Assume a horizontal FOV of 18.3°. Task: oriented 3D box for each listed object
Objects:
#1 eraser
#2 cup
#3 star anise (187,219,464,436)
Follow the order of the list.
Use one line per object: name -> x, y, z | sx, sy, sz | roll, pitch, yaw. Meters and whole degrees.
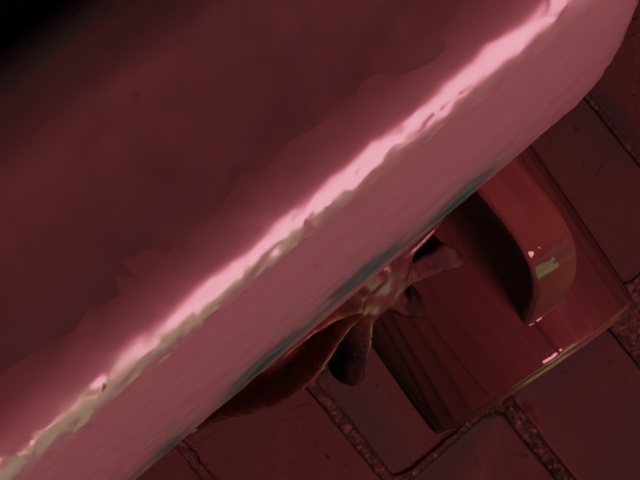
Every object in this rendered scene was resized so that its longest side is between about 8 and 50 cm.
eraser -> -0.070, 0.014, 0.472 | 0.290, 0.104, 0.189 | -40, 176, -17
cup -> 0.120, -0.016, 1.619 | 0.208, 0.273, 0.288 | -29, 174, -43
star anise -> 0.001, -0.004, 1.247 | 0.198, 0.110, 0.258 | -21, 136, -28
